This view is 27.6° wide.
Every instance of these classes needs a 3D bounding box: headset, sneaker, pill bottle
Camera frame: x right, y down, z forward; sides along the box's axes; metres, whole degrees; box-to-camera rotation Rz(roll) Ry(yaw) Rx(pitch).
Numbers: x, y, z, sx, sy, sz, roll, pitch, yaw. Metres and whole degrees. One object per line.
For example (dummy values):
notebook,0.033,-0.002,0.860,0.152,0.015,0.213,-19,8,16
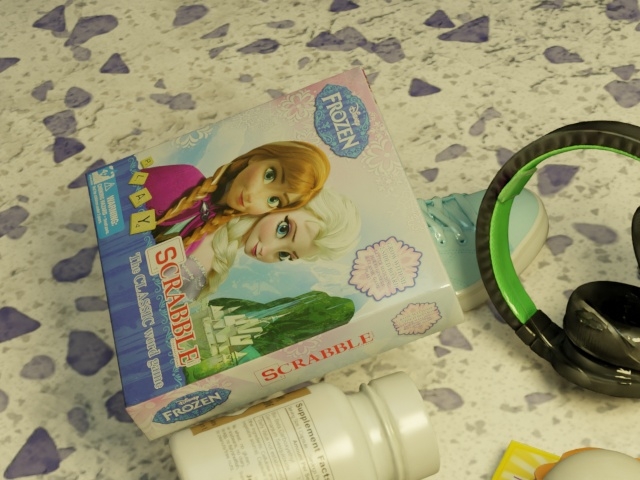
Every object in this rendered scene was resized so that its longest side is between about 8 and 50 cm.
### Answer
headset,0.314,0.063,1.223,0.394,0.243,0.185,39,31,12
sneaker,0.081,0.005,1.386,0.366,0.150,0.135,-24,46,-14
pill bottle,-0.014,0.204,1.205,0.229,0.131,0.131,-18,44,-10

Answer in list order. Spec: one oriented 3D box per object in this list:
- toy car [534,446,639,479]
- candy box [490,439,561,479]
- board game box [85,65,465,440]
toy car,0.256,0.246,1.058,0.210,0.219,0.238,-5,38,4
candy box,0.248,0.256,1.181,0.206,0.027,0.105,16,46,24
board game box,-0.058,0.002,1.286,0.318,0.066,0.318,-22,49,3
